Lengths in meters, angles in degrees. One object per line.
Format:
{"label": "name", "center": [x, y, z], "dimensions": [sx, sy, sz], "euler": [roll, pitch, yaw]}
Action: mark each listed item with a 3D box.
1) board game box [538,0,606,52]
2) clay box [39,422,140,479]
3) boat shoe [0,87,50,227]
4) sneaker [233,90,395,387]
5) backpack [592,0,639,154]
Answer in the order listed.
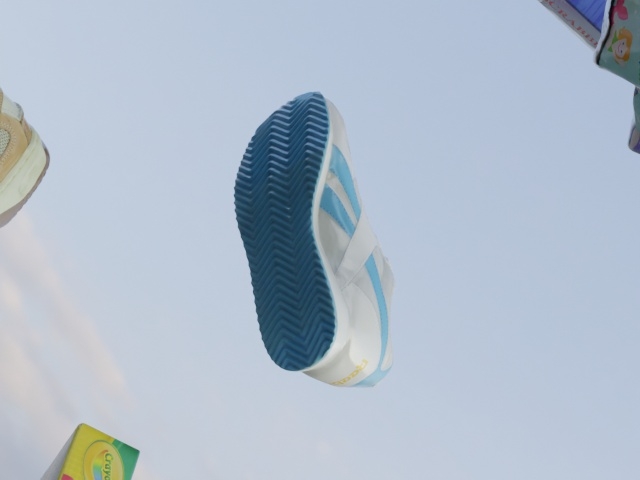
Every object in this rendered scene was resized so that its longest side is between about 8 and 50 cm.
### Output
{"label": "board game box", "center": [0.322, -0.411, 2.024], "dimensions": [0.319, 0.318, 0.066], "euler": [41, -11, -6]}
{"label": "clay box", "center": [-0.189, 0.241, 1.182], "dimensions": [0.053, 0.222, 0.127], "euler": [27, -50, -12]}
{"label": "boat shoe", "center": [-0.206, -0.008, 0.882], "dimensions": [0.068, 0.190, 0.072], "euler": [1, -45, 28]}
{"label": "sneaker", "center": [0.000, 0.000, 1.300], "dimensions": [0.087, 0.228, 0.092], "euler": [-23, -32, 31]}
{"label": "backpack", "center": [0.314, -0.121, 1.128], "dimensions": [0.253, 0.225, 0.191], "euler": [28, -53, 58]}
